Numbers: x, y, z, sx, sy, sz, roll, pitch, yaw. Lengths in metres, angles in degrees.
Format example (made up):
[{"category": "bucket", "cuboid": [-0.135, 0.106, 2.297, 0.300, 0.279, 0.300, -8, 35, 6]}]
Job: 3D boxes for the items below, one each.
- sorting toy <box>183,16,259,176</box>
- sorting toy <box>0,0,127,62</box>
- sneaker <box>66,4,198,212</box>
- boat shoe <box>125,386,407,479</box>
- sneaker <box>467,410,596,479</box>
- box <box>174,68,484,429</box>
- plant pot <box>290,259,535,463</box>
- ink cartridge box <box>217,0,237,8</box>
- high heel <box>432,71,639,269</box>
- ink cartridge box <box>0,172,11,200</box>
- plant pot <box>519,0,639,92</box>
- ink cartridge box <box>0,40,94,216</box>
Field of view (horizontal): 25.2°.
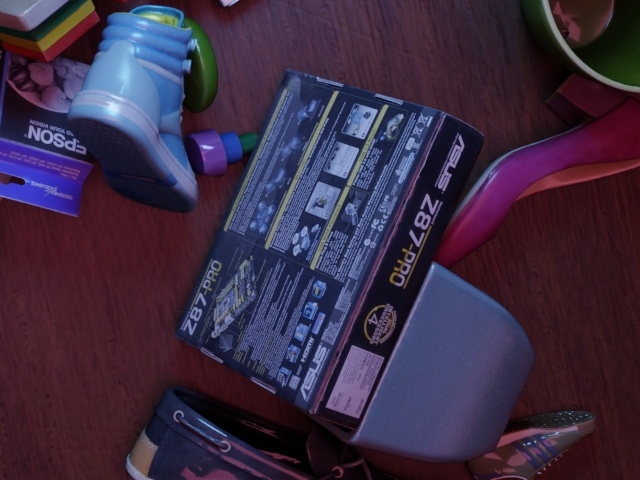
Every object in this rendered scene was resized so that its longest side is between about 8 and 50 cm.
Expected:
[{"category": "sorting toy", "cuboid": [-0.127, -0.263, 1.859, 0.126, 0.127, 0.366, -17, 115, -23]}, {"category": "sorting toy", "cuboid": [-0.332, -0.329, 1.753, 0.255, 0.257, 0.089, -46, 133, -27]}, {"category": "sneaker", "cuboid": [-0.202, -0.171, 1.799, 0.127, 0.319, 0.208, 12, 72, 11]}, {"category": "boat shoe", "cuboid": [-0.004, 0.312, 1.902, 0.500, 0.187, 0.156, 15, 97, -6]}, {"category": "sneaker", "cuboid": [0.297, 0.298, 2.016, 0.192, 0.064, 0.086, -10, 103, -9]}, {"category": "box", "cuboid": [0.000, 0.000, 1.812, 0.097, 0.318, 0.395, 24, 88, -43]}, {"category": "plant pot", "cuboid": [0.133, 0.158, 1.890, 0.252, 0.247, 0.248, 25, 89, -28]}, {"category": "ink cartridge box", "cuboid": [-0.124, -0.381, 1.897, 0.088, 0.052, 0.122, -33, 99, -6]}, {"category": "high heel", "cuboid": [0.314, -0.062, 1.953, 0.181, 0.127, 0.377, 42, 83, 1]}, {"category": "ink cartridge box", "cuboid": [-0.487, -0.176, 1.858, 0.224, 0.056, 0.181, 24, 89, -27]}, {"category": "plant pot", "cuboid": [0.370, -0.323, 1.866, 0.274, 0.293, 0.275, -1, 93, -11]}, {"category": "ink cartridge box", "cuboid": [-0.383, -0.151, 1.800, 0.206, 0.045, 0.208, 15, 60, -26]}]
